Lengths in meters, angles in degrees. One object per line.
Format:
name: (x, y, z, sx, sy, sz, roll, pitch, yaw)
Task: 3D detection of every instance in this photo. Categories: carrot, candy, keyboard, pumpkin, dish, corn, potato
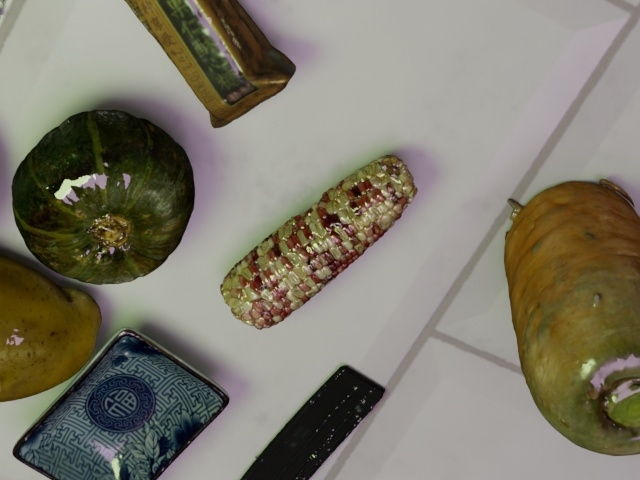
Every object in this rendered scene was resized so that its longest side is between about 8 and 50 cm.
carrot: (0.340, 0.097, 1.881, 0.224, 0.341, 0.224, -4, 123, -6)
candy: (-0.143, -0.260, 1.752, 0.143, 0.101, 0.271, -25, 115, 27)
keyboard: (-0.019, 0.273, 2.107, 0.087, 0.017, 0.250, 32, 111, -23)
pumpkin: (-0.255, -0.052, 1.821, 0.223, 0.157, 0.224, -10, 137, -9)
dish: (-0.260, 0.222, 2.010, 0.182, 0.080, 0.243, 36, 106, -24)
corn: (0.000, 0.000, 1.919, 0.290, 0.098, 0.098, -41, 116, 10)
potato: (-0.454, 0.103, 1.887, 0.369, 0.196, 0.176, 8, 161, -19)

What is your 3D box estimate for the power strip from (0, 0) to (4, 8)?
power strip: (-0.429, -0.275, 1.752, 0.136, 0.019, 0.051, -1, 120, -7)
